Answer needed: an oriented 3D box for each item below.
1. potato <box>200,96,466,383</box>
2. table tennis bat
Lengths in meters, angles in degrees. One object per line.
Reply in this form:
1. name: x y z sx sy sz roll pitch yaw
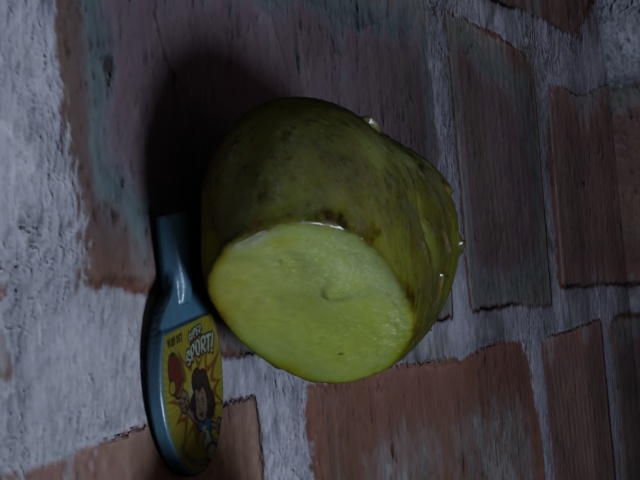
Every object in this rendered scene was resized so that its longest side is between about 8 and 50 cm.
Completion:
1. potato: 0.000 0.000 1.188 0.176 0.141 0.298 68 18 11
2. table tennis bat: -0.080 0.061 1.112 0.100 0.019 0.155 -18 104 -71
